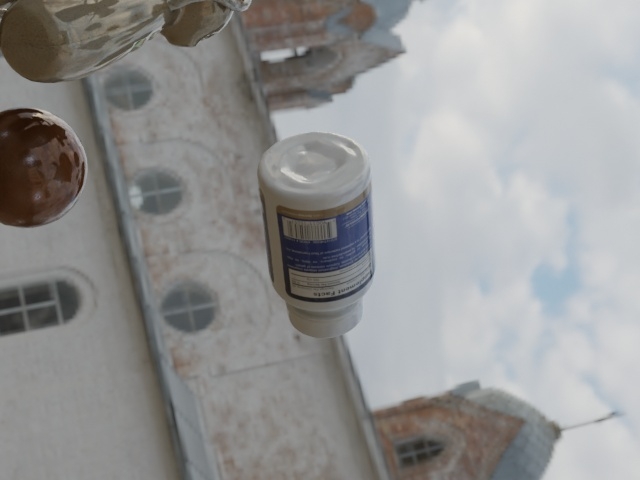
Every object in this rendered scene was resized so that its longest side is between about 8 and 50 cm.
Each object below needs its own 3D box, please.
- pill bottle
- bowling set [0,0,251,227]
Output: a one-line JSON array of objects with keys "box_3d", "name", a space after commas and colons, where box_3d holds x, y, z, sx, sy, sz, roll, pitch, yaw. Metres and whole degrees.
[{"box_3d": [0.000, 0.000, 0.700, 0.067, 0.067, 0.120, -119, -162, -46], "name": "pill bottle"}, {"box_3d": [-0.125, -0.122, 0.531, 0.287, 0.154, 0.200, 14, -62, 26], "name": "bowling set"}]
